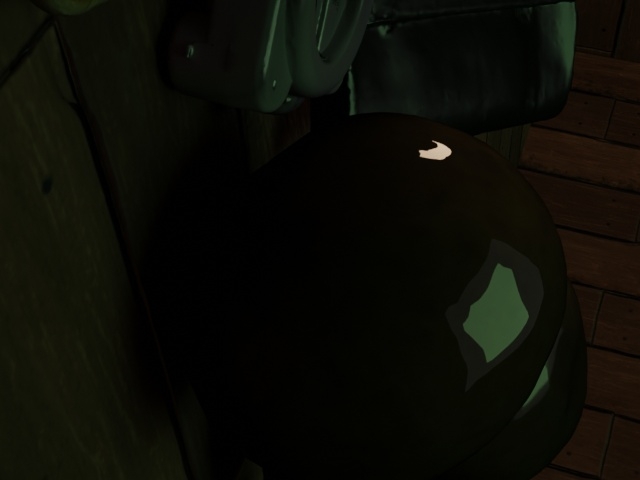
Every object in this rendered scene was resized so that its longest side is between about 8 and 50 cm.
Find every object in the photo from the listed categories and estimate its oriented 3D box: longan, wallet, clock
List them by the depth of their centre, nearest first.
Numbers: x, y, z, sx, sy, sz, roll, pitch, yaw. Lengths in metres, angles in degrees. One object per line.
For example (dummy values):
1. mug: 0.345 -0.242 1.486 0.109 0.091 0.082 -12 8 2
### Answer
1. clock: -0.017 -0.204 0.787 0.248 0.090 0.228 -21 124 -75
2. longan: 0.036 0.050 0.826 0.297 0.297 0.297 14 90 -76
3. wallet: 0.137 -0.209 1.085 0.406 0.062 0.228 -19 116 -47
4. longan: 0.153 0.139 1.276 0.361 0.361 0.361 14 90 -76

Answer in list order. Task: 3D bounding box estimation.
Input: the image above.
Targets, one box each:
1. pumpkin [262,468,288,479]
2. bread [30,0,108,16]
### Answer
1. pumpkin: -0.011 0.170 1.052 0.219 0.162 0.219 -11 90 -86
2. bread: -0.103 -0.170 0.558 0.214 0.053 0.073 -57 161 -59
